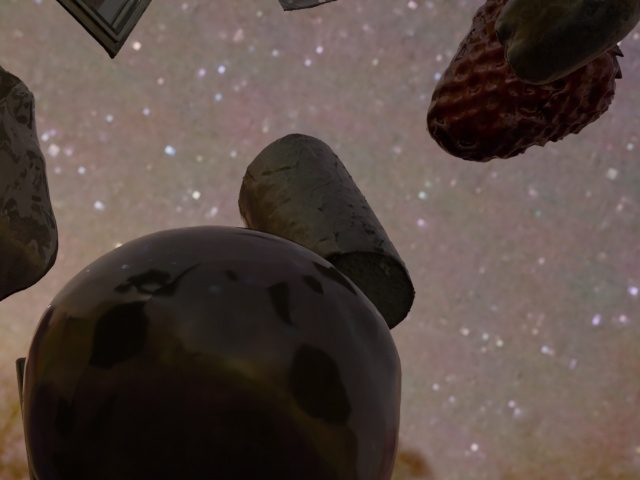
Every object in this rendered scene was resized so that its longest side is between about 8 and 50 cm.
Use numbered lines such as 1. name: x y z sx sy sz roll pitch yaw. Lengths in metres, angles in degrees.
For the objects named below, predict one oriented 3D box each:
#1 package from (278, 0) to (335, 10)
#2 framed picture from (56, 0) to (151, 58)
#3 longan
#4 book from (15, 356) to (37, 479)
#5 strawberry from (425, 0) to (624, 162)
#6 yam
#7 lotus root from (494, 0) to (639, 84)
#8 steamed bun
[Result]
1. package: -0.001 -0.378 1.843 0.027 0.171 0.173 91 -24 -50
2. framed picture: -0.195 -0.295 1.099 0.017 0.274 0.217 -30 -64 34
3. longan: -0.099 0.155 1.259 0.361 0.361 0.361 24 -22 10
4. book: -0.193 0.234 1.621 0.322 0.228 0.018 -5 -15 -23
5. strawberry: 0.235 -0.192 1.624 0.205 0.244 0.205 50 -11 13
6. yam: 0.000 0.000 1.643 0.161 0.161 0.268 49 6 -41
7. lotus root: 0.257 -0.230 1.326 0.192 0.113 0.088 -33 -39 29
8. steamed bun: -0.321 -0.049 1.018 0.211 0.218 0.144 -11 -14 17
